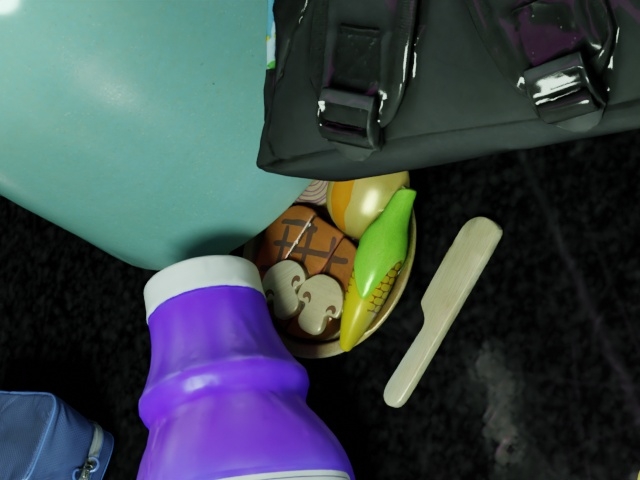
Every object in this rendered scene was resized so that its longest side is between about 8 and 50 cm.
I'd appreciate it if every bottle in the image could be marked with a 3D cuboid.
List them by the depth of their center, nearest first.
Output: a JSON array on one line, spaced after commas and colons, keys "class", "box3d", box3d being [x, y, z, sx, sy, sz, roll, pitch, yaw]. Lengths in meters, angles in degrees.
[{"class": "bottle", "box3d": [-0.038, 0.146, 0.905, 0.092, 0.118, 0.283, 124, 138, -54]}]

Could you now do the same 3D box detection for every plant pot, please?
[{"class": "plant pot", "box3d": [-0.141, -0.155, 0.985, 0.293, 0.235, 0.293, -20, 59, 38]}]

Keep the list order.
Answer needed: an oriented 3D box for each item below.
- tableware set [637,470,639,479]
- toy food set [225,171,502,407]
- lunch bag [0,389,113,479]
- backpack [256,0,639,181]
[{"class": "tableware set", "box3d": [0.209, 0.133, 0.771, 0.154, 0.024, 0.104, 12, 84, 41]}, {"class": "toy food set", "box3d": [0.000, 0.000, 0.972, 0.192, 0.038, 0.132, 32, 97, 41]}, {"class": "lunch bag", "box3d": [-0.173, 0.133, 1.055, 0.098, 0.065, 0.067, 0, 61, 40]}, {"class": "backpack", "box3d": [0.107, -0.226, 0.841, 0.290, 0.273, 0.356, -10, 92, 39]}]
